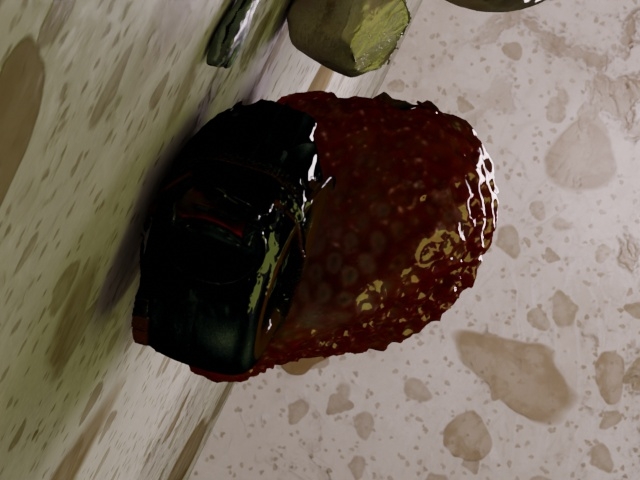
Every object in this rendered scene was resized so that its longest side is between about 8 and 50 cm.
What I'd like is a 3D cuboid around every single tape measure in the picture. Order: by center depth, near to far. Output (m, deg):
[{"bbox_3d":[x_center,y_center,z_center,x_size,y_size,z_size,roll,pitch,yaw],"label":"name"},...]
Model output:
[{"bbox_3d":[-0.077,0.002,1.441,0.202,0.135,0.223,-64,171,-54],"label":"tape measure"}]

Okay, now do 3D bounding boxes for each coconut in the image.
[{"bbox_3d":[0.033,-0.220,1.660,0.124,0.110,0.110,-59,177,-1],"label":"coconut"}]

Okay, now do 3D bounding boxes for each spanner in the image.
[{"bbox_3d":[-0.015,-0.266,1.342,0.071,0.017,0.302,56,60,-87],"label":"spanner"}]

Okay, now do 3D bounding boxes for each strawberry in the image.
[{"bbox_3d":[0.000,0.000,1.679,0.312,0.267,0.351,-23,-168,47],"label":"strawberry"}]

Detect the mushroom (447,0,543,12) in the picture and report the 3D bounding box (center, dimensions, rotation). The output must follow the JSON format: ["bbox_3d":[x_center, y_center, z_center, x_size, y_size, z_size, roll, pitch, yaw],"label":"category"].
[{"bbox_3d":[0.237,-0.371,1.730,0.362,0.294,0.362,-35,155,-19],"label":"mushroom"}]
